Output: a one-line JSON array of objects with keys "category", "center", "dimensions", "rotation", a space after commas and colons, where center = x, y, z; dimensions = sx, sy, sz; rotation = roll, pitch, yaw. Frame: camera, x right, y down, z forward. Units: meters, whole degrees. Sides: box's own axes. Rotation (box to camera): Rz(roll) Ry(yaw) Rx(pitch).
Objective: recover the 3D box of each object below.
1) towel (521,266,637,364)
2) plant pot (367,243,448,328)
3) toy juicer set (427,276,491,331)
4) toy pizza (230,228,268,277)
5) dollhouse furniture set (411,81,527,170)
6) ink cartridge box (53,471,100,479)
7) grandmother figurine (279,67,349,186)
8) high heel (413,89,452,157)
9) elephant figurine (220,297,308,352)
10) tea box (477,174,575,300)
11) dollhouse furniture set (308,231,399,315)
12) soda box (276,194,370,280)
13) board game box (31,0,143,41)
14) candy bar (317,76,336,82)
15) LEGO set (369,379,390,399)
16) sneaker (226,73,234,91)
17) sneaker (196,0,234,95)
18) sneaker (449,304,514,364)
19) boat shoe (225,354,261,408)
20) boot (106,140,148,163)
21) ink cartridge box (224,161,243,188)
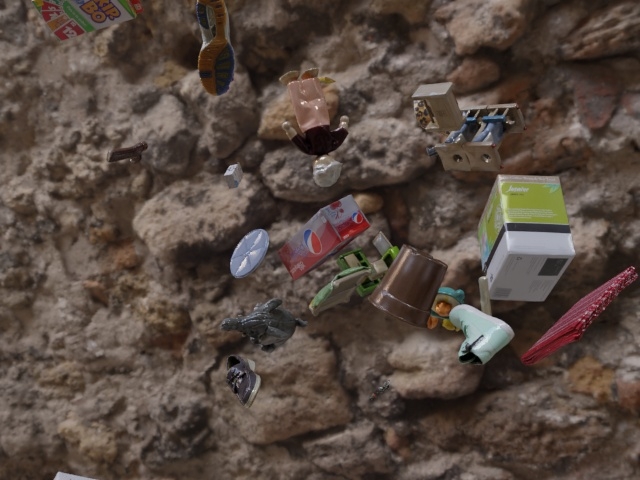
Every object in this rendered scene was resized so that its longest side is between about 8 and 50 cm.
[{"category": "towel", "center": [0.578, 0.172, 1.326], "dimensions": [0.274, 0.031, 0.199], "rotation": [-31, -16, -31]}, {"category": "plant pot", "center": [0.227, 0.108, 1.486], "dimensions": [0.166, 0.165, 0.167], "rotation": [24, 8, -3]}, {"category": "toy juicer set", "center": [0.418, 0.227, 1.896], "dimensions": [0.329, 0.209, 0.089], "rotation": [-13, 36, 40]}, {"category": "toy pizza", "center": [-0.255, 0.051, 2.169], "dimensions": [0.201, 0.032, 0.201], "rotation": [-29, 42, 31]}, {"category": "dollhouse furniture set", "center": [0.290, -0.243, 1.134], "dimensions": [0.128, 0.184, 0.129], "rotation": [7, 51, 44]}, {"category": "ink cartridge box", "center": [-0.489, 0.687, 1.377], "dimensions": [0.307, 0.129, 0.223], "rotation": [26, 8, -29]}, {"category": "grandmother figurine", "center": [-0.010, -0.327, 1.745], "dimensions": [0.207, 0.343, 0.104], "rotation": [-13, -2, -9]}, {"category": "high heel", "center": [0.447, -0.449, 2.144], "dimensions": [0.186, 0.261, 0.093], "rotation": [-20, -7, 32]}, {"category": "elephant figurine", "center": [-0.167, 0.257, 1.805], "dimensions": [0.186, 0.169, 0.239], "rotation": [-50, -14, -10]}, {"category": "tea box", "center": [0.703, -0.005, 2.069], "dimensions": [0.219, 0.324, 0.329], "rotation": [3, -33, 2]}, {"category": "dollhouse furniture set", "center": [0.082, 0.092, 1.869], "dimensions": [0.301, 0.151, 0.198], "rotation": [-19, -24, -35]}, {"category": "soda box", "center": [0.000, 0.000, 1.317], "dimensions": [0.092, 0.083, 0.263], "rotation": [-29, -7, -32]}, {"category": "board game box", "center": [-0.618, -0.627, 1.584], "dimensions": [0.259, 0.124, 0.039], "rotation": [-15, 48, 7]}, {"category": "candy bar", "center": [0.014, -0.563, 2.079], "dimensions": [0.040, 0.018, 0.161], "rotation": [16, 10, -18]}, {"category": "LEGO set", "center": [0.174, 0.425, 1.669], "dimensions": [0.083, 0.023, 0.054], "rotation": [-41, -24, -19]}, {"category": "sneaker", "center": [-0.392, -0.689, 2.383], "dimensions": [0.236, 0.104, 0.095], "rotation": [116, 175, -46]}, {"category": "sneaker", "center": [-0.310, -0.592, 1.801], "dimensions": [0.111, 0.297, 0.131], "rotation": [2, 14, -1]}, {"category": "sneaker", "center": [0.424, 0.277, 1.725], "dimensions": [0.151, 0.094, 0.256], "rotation": [-41, 19, -14]}, {"category": "boat shoe", "center": [-0.248, 0.428, 1.829], "dimensions": [0.103, 0.092, 0.285], "rotation": [-60, 14, 4]}, {"category": "boot", "center": [-0.528, -0.222, 1.578], "dimensions": [0.114, 0.037, 0.106], "rotation": [-33, -4, -43]}, {"category": "ink cartridge box", "center": [-0.264, -0.199, 1.810], "dimensions": [0.028, 0.048, 0.083], "rotation": [-9, 31, 15]}]
